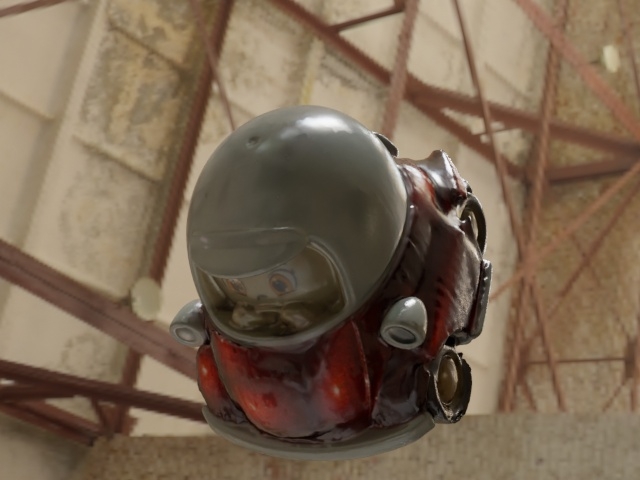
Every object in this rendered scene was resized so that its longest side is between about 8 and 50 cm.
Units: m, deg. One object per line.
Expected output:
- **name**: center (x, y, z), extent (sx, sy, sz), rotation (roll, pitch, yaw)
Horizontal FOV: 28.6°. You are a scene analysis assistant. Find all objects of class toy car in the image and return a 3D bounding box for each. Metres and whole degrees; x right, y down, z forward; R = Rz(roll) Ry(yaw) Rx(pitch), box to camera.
- **toy car**: center (0.000, 0.000, 0.474), extent (0.112, 0.112, 0.139), rotation (59, -140, -37)
